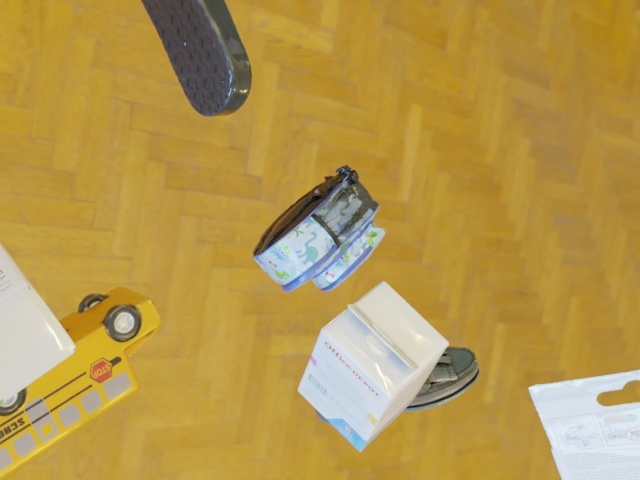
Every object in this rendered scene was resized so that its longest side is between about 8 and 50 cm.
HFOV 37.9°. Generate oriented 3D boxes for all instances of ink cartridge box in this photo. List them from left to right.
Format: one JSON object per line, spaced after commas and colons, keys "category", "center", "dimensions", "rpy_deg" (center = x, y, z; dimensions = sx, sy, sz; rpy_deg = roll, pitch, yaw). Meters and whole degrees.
{"category": "ink cartridge box", "center": [-0.434, 0.082, 1.061], "dimensions": [0.201, 0.278, 0.117], "rpy_deg": [-36, 130, -16]}
{"category": "ink cartridge box", "center": [0.051, 0.118, 0.898], "dimensions": [0.090, 0.092, 0.143], "rpy_deg": [-36, 160, -33]}
{"category": "ink cartridge box", "center": [0.317, 0.194, 0.864], "dimensions": [0.232, 0.189, 0.066], "rpy_deg": [66, 25, -22]}

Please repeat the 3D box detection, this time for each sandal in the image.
{"category": "sandal", "center": [-0.202, -0.402, 1.447], "dimensions": [0.107, 0.167, 0.446], "rpy_deg": [-15, 83, -43]}

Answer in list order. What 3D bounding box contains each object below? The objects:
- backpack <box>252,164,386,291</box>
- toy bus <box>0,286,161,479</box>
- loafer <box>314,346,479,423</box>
{"category": "backpack", "center": [0.000, 0.000, 0.864], "dimensions": [0.114, 0.105, 0.084], "rpy_deg": [-41, 95, -11]}
{"category": "toy bus", "center": [-0.364, 0.194, 1.251], "dimensions": [0.332, 0.108, 0.130], "rpy_deg": [-33, 115, -29]}
{"category": "loafer", "center": [0.119, 0.205, 1.406], "dimensions": [0.267, 0.096, 0.084], "rpy_deg": [-14, 127, -14]}
